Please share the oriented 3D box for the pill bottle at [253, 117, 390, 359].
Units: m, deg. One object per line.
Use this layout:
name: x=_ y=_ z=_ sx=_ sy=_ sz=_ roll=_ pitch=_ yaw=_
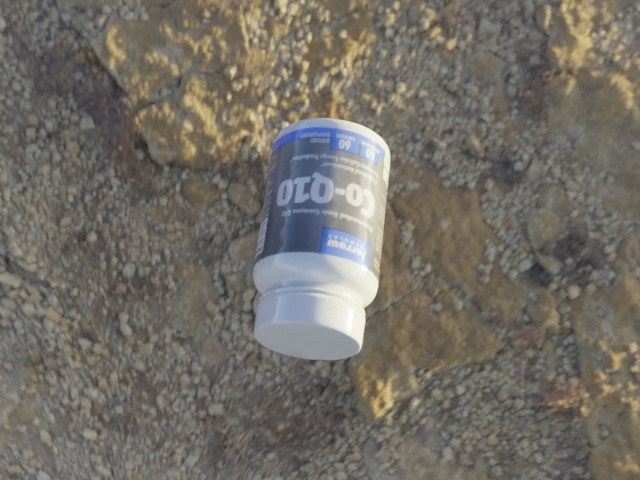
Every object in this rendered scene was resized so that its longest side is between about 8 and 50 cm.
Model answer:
pill bottle: x=0.000 y=0.000 z=0.635 sx=0.078 sy=0.078 sz=0.137 roll=10 pitch=64 yaw=-7
